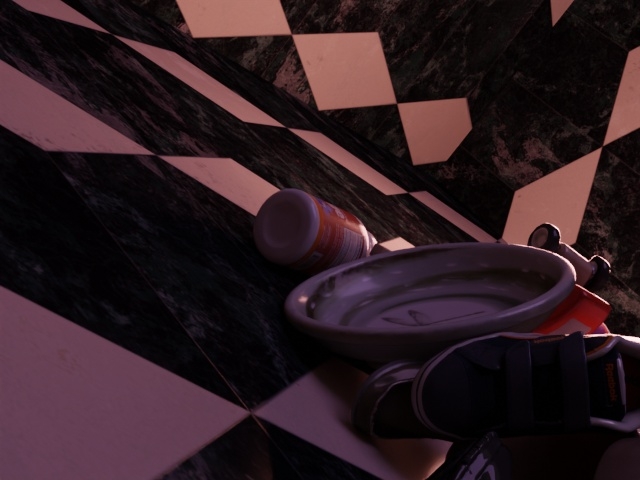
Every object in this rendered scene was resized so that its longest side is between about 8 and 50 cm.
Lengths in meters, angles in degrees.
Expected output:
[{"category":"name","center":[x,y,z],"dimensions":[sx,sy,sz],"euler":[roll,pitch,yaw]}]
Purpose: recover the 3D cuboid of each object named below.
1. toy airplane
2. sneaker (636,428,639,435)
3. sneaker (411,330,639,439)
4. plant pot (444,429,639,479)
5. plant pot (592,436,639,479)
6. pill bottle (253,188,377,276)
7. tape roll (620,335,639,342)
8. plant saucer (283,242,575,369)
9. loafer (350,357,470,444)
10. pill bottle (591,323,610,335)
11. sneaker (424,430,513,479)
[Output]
[{"category":"toy airplane","center":[0.280,0.138,1.837],"dimensions":[0.386,0.272,0.384],"euler":[15,-19,17]},{"category":"sneaker","center":[0.543,0.377,1.966],"dimensions":[0.296,0.131,0.112],"euler":[20,-43,46]},{"category":"sneaker","center":[0.271,0.165,1.273],"dimensions":[0.321,0.126,0.127],"euler":[-5,-3,-13]},{"category":"plant pot","center":[0.275,0.301,1.332],"dimensions":[0.237,0.237,0.110],"euler":[-103,180,-72]},{"category":"plant pot","center":[0.468,0.340,1.112],"dimensions":[0.323,0.280,0.323],"euler":[30,51,-45]},{"category":"pill bottle","center":[0.000,0.000,1.755],"dimensions":[0.121,0.121,0.216],"euler":[46,14,34]},{"category":"tape roll","center":[0.419,0.277,1.541],"dimensions":[0.286,0.286,0.100],"euler":[40,12,11]},{"category":"plant saucer","center":[0.153,0.101,1.517],"dimensions":[0.400,0.400,0.100],"euler":[-89,170,-76]},{"category":"loafer","center":[0.155,0.199,1.337],"dimensions":[0.251,0.094,0.087],"euler":[-3,23,-28]},{"category":"pill bottle","center":[0.447,0.200,2.181],"dimensions":[0.323,0.181,0.181],"euler":[22,20,-52]},{"category":"sneaker","center":[0.159,0.300,1.147],"dimensions":[0.130,0.109,0.286],"euler":[48,26,5]}]
